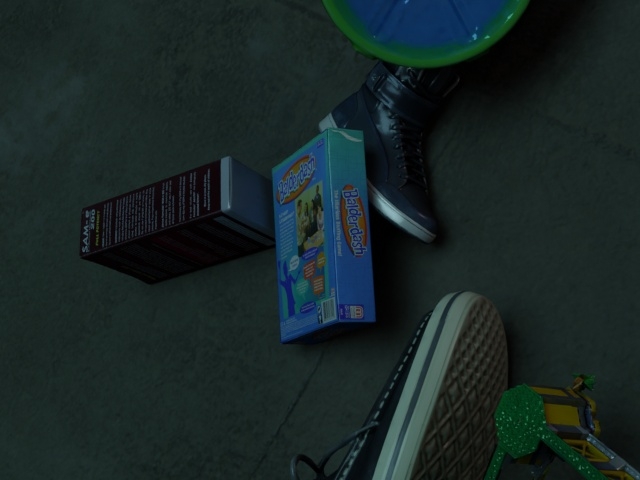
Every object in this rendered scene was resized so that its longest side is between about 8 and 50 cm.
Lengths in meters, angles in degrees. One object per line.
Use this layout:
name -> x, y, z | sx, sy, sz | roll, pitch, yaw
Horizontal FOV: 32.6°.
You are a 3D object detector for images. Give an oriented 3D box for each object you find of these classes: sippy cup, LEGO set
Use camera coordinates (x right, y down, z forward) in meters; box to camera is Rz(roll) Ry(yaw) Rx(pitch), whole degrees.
sippy cup -> 0.103, -0.311, 1.181 | 0.240, 0.305, 0.224 | -52, 10, 10
LEGO set -> 0.245, 0.291, 0.927 | 0.255, 0.192, 0.331 | 24, 102, 58

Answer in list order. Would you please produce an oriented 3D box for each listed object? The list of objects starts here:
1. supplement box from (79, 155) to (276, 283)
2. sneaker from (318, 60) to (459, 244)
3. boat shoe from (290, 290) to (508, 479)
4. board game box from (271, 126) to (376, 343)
supplement box -> -0.166, -0.019, 1.347 | 0.239, 0.130, 0.073 | -17, 64, 29
sneaker -> 0.103, -0.118, 1.217 | 0.163, 0.086, 0.226 | -45, 51, 17
boat shoe -> 0.039, 0.273, 1.037 | 0.156, 0.187, 0.500 | 16, 80, 37
board game box -> 0.000, 0.000, 1.207 | 0.160, 0.047, 0.210 | 152, 117, -62
